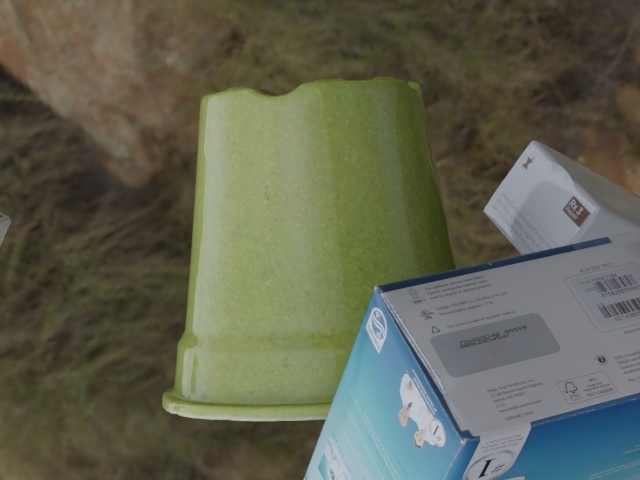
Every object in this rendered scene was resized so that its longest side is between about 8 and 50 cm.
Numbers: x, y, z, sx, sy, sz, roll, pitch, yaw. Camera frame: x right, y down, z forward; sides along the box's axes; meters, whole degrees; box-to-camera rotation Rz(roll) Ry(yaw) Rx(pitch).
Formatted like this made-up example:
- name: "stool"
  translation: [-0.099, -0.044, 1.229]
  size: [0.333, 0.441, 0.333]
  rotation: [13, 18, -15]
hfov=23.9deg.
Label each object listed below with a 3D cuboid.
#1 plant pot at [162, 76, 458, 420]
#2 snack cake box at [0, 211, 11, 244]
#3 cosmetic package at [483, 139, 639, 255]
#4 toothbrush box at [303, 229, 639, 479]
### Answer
- name: "plant pot"
  translation: [0.000, 0.000, 1.233]
  size: [0.276, 0.276, 0.253]
  rotation: [-1, 93, 63]
- name: "snack cake box"
  translation: [-0.501, -0.039, 1.687]
  size: [0.264, 0.089, 0.152]
  rotation: [27, -169, 11]
- name: "cosmetic package"
  translation: [0.264, 0.009, 1.327]
  size: [0.085, 0.231, 0.117]
  rotation: [-56, 36, 17]
- name: "toothbrush box"
  translation: [0.120, 0.147, 1.022]
  size: [0.126, 0.216, 0.295]
  rotation: [61, 151, 34]
